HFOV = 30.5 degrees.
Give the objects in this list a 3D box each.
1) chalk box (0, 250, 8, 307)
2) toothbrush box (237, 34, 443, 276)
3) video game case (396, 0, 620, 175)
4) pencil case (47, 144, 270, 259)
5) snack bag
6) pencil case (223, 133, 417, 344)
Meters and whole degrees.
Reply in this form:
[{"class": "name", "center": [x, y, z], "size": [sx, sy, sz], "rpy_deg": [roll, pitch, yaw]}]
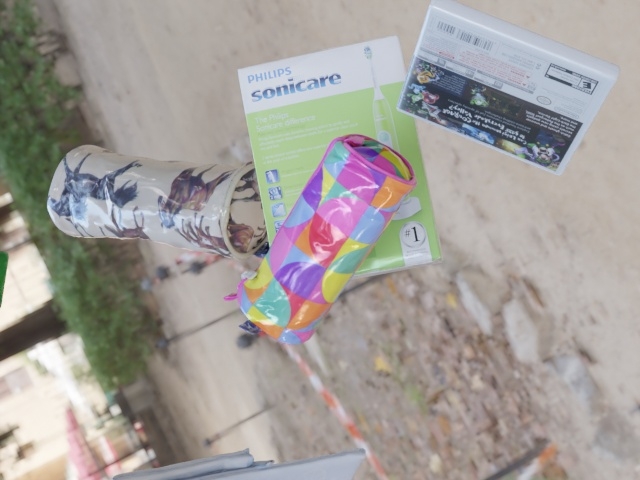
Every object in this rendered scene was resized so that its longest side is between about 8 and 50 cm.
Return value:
[{"class": "chalk box", "center": [-0.483, 0.076, 1.308], "size": [0.179, 0.289, 0.180], "rpy_deg": [32, 123, 28]}, {"class": "toothbrush box", "center": [0.028, -0.092, 1.483], "size": [0.122, 0.206, 0.283], "rpy_deg": [17, -119, -82]}, {"class": "video game case", "center": [0.181, -0.152, 1.178], "size": [0.190, 0.022, 0.173], "rpy_deg": [22, 150, 4]}, {"class": "pencil case", "center": [-0.258, -0.067, 1.927], "size": [0.410, 0.184, 0.159], "rpy_deg": [7, 92, 32]}, {"class": "snack bag", "center": [-0.128, 0.364, 1.410], "size": [0.037, 0.343, 0.323], "rpy_deg": [55, 136, 39]}, {"class": "pencil case", "center": [0.000, 0.000, 1.212], "size": [0.104, 0.236, 0.104], "rpy_deg": [31, -160, -12]}]
